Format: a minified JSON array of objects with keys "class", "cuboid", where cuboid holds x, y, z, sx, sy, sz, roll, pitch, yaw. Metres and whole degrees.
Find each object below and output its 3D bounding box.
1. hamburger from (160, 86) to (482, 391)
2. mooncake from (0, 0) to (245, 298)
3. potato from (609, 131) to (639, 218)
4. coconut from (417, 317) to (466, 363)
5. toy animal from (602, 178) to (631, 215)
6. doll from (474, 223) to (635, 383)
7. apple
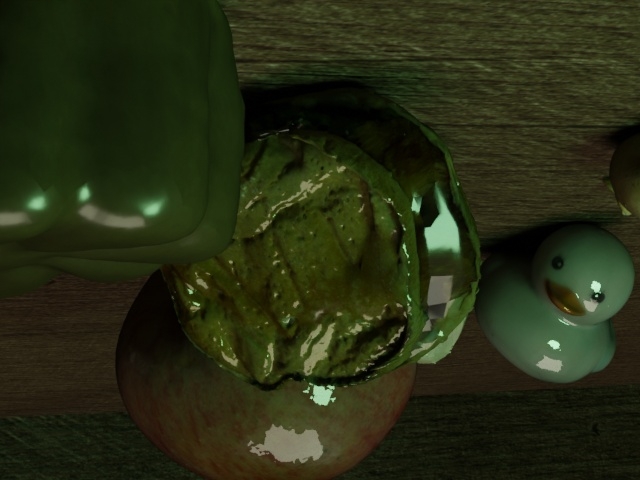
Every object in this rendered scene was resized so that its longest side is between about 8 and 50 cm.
[{"class":"hamburger","cuboid":[-0.002,-0.002,1.313,0.285,0.265,0.134,-6,-153,28]},{"class":"mooncake","cuboid":[-0.238,-0.064,1.037,0.379,0.200,0.378,-5,167,-1]},{"class":"potato","cuboid":[0.352,-0.064,1.509,0.112,0.112,0.147,-9,173,14]},{"class":"coconut","cuboid":[0.117,0.079,1.883,0.162,0.161,0.161,6,164,-19]},{"class":"toy animal","cuboid":[0.368,-0.061,1.663,0.060,0.081,0.083,-5,-155,-37]},{"class":"doll","cuboid":[0.320,0.064,1.925,0.221,0.221,0.251,-11,-172,21]},{"class":"apple","cuboid":[-0.073,0.127,1.683,0.345,0.344,0.269,-14,152,31]}]
